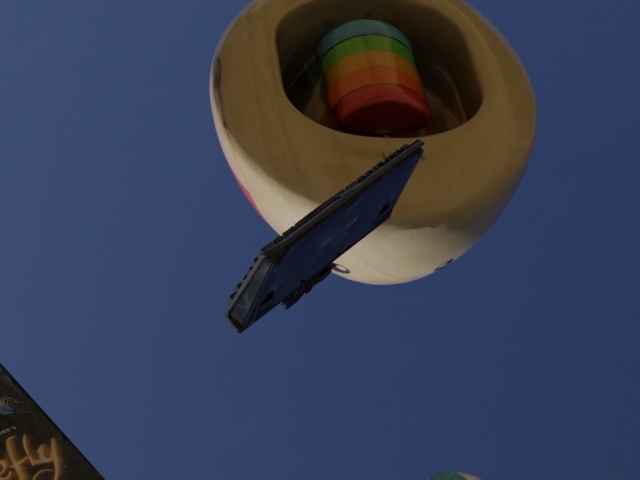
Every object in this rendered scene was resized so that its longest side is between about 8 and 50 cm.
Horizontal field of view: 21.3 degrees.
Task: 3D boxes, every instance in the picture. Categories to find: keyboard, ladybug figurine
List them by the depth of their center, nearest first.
[{"bbox_3d":[0.000,0.000,1.136,0.023,0.108,0.180,40,-136,14],"label":"keyboard"},{"bbox_3d":[0.047,-0.111,1.623,0.305,0.162,0.449,0,-143,-3],"label":"ladybug figurine"}]

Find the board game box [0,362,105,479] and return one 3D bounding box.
[{"bbox_3d":[-0.258,0.122,0.909,0.165,0.042,0.243,44,-145,20],"label":"board game box"}]

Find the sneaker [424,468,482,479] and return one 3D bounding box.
[{"bbox_3d":[0.123,0.241,1.046,0.087,0.229,0.092,-28,-176,18],"label":"sneaker"}]
